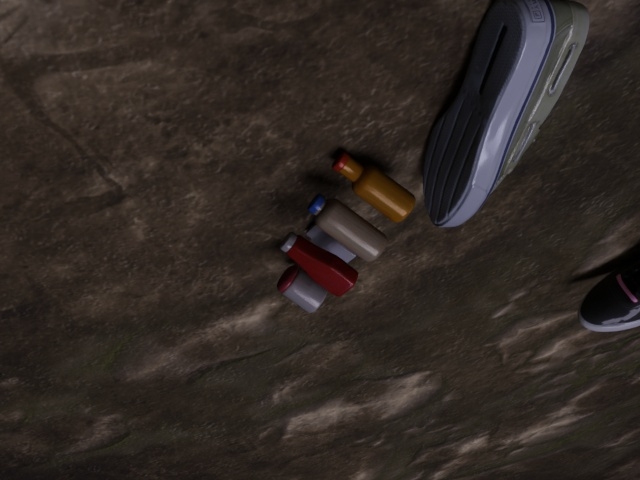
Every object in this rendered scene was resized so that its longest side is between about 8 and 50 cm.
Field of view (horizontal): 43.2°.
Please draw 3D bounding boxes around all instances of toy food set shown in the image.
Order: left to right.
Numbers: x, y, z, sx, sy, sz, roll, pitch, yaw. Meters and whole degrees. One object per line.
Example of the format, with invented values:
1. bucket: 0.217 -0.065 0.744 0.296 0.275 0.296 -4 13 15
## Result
1. toy food set: 0.000 0.000 0.985 0.104 0.111 0.232 36 139 -13

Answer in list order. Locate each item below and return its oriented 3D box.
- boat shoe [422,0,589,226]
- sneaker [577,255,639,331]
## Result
1. boat shoe: 0.195 -0.125 0.871 0.094 0.109 0.302 -4 142 -19
2. sneaker: 0.521 0.032 1.234 0.295 0.105 0.147 -28 143 9
